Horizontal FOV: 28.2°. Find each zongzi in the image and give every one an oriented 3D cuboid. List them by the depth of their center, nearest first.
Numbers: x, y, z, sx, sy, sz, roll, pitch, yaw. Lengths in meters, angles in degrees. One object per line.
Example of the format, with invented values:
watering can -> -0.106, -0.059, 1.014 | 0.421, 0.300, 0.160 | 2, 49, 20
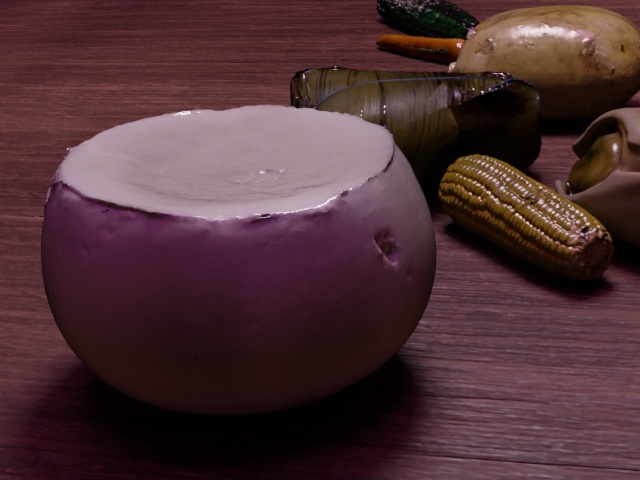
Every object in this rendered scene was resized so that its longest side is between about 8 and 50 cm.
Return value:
zongzi -> 0.099, -0.097, 1.358 | 0.286, 0.138, 0.300 | 1, 20, 5

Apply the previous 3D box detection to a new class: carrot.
carrot -> 0.150, -0.295, 1.928 | 0.037, 0.037, 0.190 | -25, 30, -38

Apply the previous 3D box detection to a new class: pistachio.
pistachio -> 0.330, -0.055, 1.247 | 0.238, 0.153, 0.138 | 21, 74, 48

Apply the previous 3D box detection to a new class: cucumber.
cucumber -> 0.180, -0.353, 2.019 | 0.067, 0.067, 0.293 | -15, 27, -22

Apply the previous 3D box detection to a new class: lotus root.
lotus root -> 0.301, -0.223, 1.607 | 0.284, 0.146, 0.160 | 3, 43, 11

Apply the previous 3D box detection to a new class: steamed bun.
steamed bun -> -0.066, 0.021, 1.049 | 0.324, 0.206, 0.324 | -2, 23, 1

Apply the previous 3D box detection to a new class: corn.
corn -> 0.200, -0.026, 1.261 | 0.080, 0.080, 0.231 | -16, 26, -24
